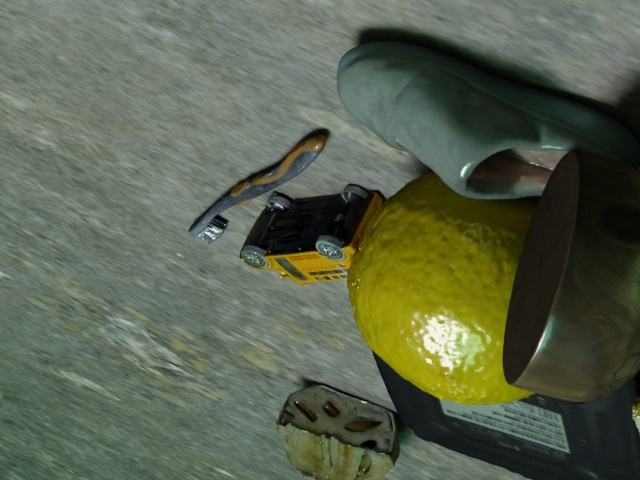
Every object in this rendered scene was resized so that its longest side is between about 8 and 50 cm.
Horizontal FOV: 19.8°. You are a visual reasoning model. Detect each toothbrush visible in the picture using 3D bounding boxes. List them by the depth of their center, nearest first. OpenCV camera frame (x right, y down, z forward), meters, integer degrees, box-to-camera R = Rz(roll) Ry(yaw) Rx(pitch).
[{"bbox_3d":[-0.064,-0.047,1.741,0.031,0.023,0.321,28,156,-13],"label":"toothbrush"}]

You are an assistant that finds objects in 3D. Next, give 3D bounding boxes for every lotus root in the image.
[{"bbox_3d":[0.023,0.228,2.099,0.143,0.070,0.144,19,149,7],"label":"lotus root"}]

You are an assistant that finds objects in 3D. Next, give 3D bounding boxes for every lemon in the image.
[{"bbox_3d":[0.128,0.039,1.511,0.231,0.192,0.192,27,156,26],"label":"lemon"}]

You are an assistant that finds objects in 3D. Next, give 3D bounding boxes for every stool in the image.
[{"bbox_3d":[0.284,0.054,1.333,0.264,0.179,0.179,15,154,-3],"label":"stool"}]

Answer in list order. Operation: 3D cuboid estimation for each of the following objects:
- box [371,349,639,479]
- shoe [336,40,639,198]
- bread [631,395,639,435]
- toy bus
[{"bbox_3d":[0.186,0.139,1.767,0.290,0.073,0.289,16,151,25],"label":"box"},{"bbox_3d":[0.120,-0.075,1.421,0.251,0.100,0.103,16,149,16],"label":"shoe"},{"bbox_3d":[0.352,0.166,1.617,0.110,0.103,0.156,13,157,39],"label":"bread"},{"bbox_3d":[0.000,0.000,1.710,0.162,0.069,0.074,-6,139,48],"label":"toy bus"}]
